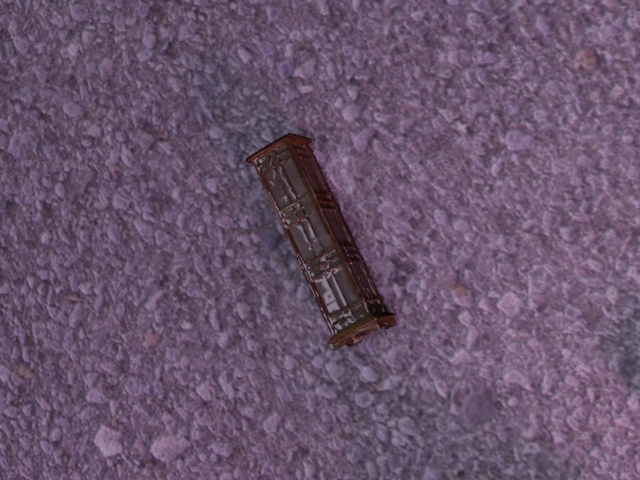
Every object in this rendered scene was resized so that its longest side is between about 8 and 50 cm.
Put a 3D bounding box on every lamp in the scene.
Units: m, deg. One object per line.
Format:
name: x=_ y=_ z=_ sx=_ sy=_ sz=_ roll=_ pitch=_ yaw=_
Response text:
lamp: x=0.000 y=0.000 z=1.596 sx=0.090 sy=0.089 sz=0.325 roll=-30 pitch=78 yaw=20
